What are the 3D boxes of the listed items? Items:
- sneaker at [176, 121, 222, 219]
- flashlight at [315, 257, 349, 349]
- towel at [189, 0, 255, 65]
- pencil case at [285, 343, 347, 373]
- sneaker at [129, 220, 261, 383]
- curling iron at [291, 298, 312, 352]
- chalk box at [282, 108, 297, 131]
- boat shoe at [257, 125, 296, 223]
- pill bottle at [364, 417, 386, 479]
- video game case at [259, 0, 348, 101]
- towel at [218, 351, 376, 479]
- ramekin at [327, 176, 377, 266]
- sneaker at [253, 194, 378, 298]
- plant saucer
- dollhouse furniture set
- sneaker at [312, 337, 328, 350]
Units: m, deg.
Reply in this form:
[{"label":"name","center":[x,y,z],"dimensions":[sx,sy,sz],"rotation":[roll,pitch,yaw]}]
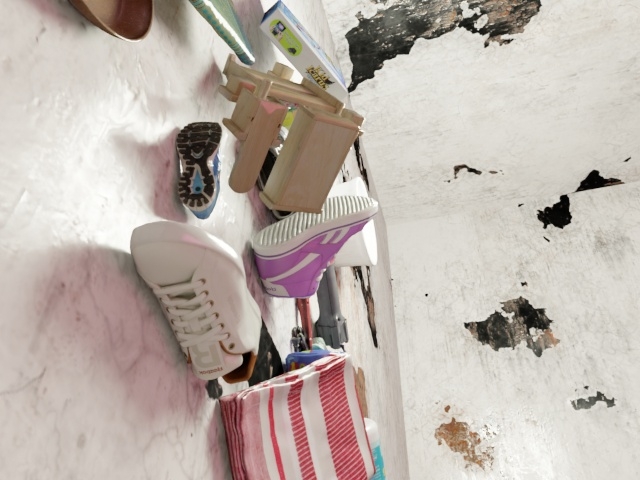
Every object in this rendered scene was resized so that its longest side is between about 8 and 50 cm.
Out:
[{"label":"sneaker","center":[-0.174,-0.102,0.757],"dimensions":[0.073,0.063,0.162],"rotation":[96,-5,-62]},{"label":"flashlight","center":[0.009,0.105,1.294],"dimensions":[0.103,0.103,0.304],"rotation":[-21,106,-50]},{"label":"towel","center":[-0.209,-0.437,0.750],"dimensions":[0.370,0.040,0.272],"rotation":[27,42,-77]},{"label":"pencil case","center":[0.003,0.357,0.991],"dimensions":[0.133,0.119,0.306],"rotation":[23,57,-54]},{"label":"sneaker","center":[-0.133,0.091,0.631],"dimensions":[0.290,0.105,0.123],"rotation":[65,17,-53]},{"label":"curling iron","center":[-0.040,0.131,1.172],"dimensions":[0.068,0.035,0.274],"rotation":[62,22,-55]},{"label":"chalk box","center":[-0.045,-0.248,1.228],"dimensions":[0.213,0.132,0.132],"rotation":[-58,137,-73]},{"label":"boat shoe","center":[-0.065,-0.073,1.096],"dimensions":[0.335,0.121,0.119],"rotation":[62,27,-24]},{"label":"pill bottle","center":[0.067,0.520,1.096],"dimensions":[0.146,0.146,0.264],"rotation":[18,63,-76]},{"label":"video game case","center":[-0.038,-0.462,1.278],"dimensions":[0.244,0.061,0.269],"rotation":[45,18,-24]},{"label":"towel","center":[-0.016,0.325,0.837],"dimensions":[0.329,0.037,0.237],"rotation":[-3,79,-56]},{"label":"ramekin","center":[0.082,-0.047,1.626],"dimensions":[0.277,0.135,0.277],"rotation":[-11,90,-77]},{"label":"sneaker","center":[-0.001,0.017,1.038],"dimensions":[0.102,0.282,0.161],"rotation":[33,-40,49]},{"label":"plant saucer","center":[-0.254,-0.319,0.580],"dimensions":[0.198,0.036,0.199],"rotation":[-10,90,-78]},{"label":"dollhouse furniture set","center":[-0.114,-0.216,0.959],"dimensions":[0.303,0.174,0.355],"rotation":[3,32,-43]},{"label":"sneaker","center":[0.010,0.297,1.214],"dimensions":[0.076,0.064,0.167],"rotation":[-77,156,-69]}]
